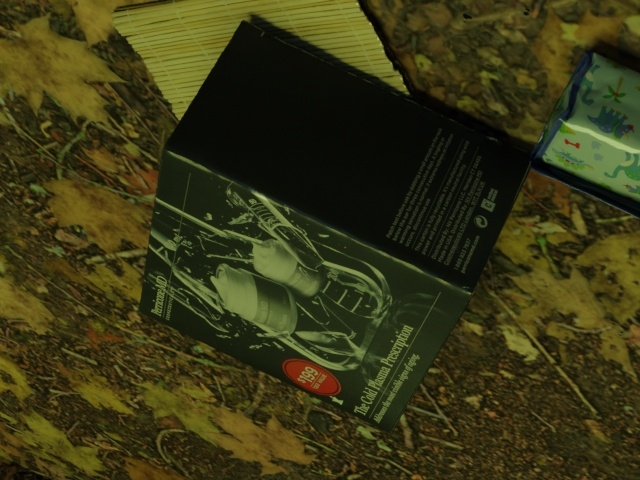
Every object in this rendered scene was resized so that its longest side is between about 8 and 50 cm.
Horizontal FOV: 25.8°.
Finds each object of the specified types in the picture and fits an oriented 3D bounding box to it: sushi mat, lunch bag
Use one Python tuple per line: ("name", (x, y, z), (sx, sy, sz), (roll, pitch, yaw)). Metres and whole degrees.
("sushi mat", (-0.065, -0.186, 1.389), (0.316, 0.019, 0.151), (-2, 136, 39))
("lunch bag", (0.257, -0.078, 1.221), (0.129, 0.096, 0.151), (25, 161, 3))

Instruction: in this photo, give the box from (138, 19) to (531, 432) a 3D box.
("box", (0.000, 0.000, 1.421), (0.312, 0.179, 0.343), (26, 149, 4))
